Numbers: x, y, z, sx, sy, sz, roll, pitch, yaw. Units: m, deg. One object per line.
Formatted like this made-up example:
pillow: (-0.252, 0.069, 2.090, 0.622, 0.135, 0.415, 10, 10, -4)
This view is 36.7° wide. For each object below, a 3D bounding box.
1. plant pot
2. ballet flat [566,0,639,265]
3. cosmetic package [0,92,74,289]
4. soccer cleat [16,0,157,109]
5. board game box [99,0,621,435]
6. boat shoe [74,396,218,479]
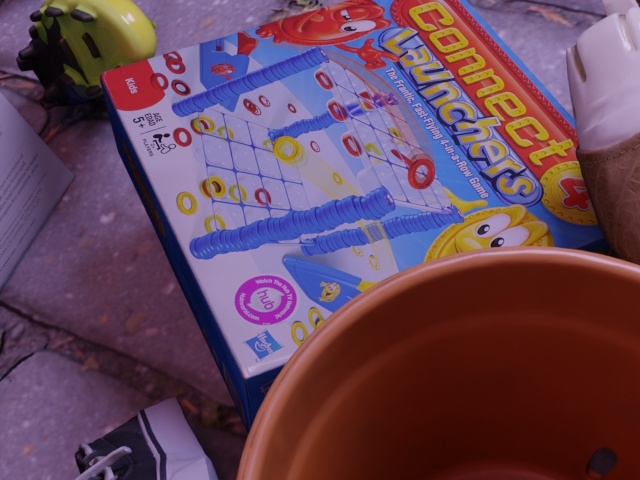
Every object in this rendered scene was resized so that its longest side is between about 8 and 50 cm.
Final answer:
plant pot: (0.108, 0.178, 0.515, 0.291, 0.203, 0.290, -2, 56, 3)
ballet flat: (0.221, -0.107, 0.629, 0.116, 0.124, 0.342, -28, 15, 37)
cosmetic package: (-0.399, -0.119, 0.810, 0.197, 0.365, 0.155, 16, 67, 29)
soccer cleat: (-0.194, -0.183, 0.867, 0.121, 0.093, 0.289, -34, 15, -21)
board game box: (0.029, -0.046, 0.720, 0.302, 0.086, 0.308, -21, 53, -15)
boat shoe: (-0.110, 0.176, 0.590, 0.105, 0.113, 0.306, -20, 16, -13)
